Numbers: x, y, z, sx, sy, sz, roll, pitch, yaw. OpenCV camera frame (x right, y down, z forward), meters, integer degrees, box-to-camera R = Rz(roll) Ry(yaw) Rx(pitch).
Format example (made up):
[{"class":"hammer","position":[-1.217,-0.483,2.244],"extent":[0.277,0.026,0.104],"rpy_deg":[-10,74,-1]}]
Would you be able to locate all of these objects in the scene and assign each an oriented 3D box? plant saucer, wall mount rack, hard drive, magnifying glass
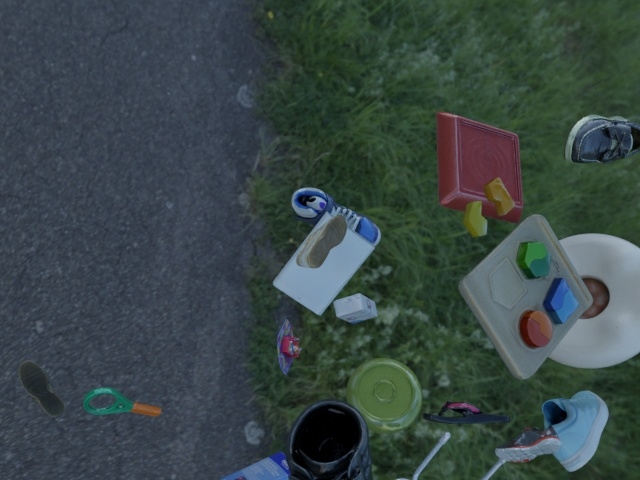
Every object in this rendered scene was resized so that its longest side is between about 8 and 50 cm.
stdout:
[{"class":"plant saucer","position":[0.199,0.476,1.729],"extent":[0.241,0.037,0.241],"rpy_deg":[-2,58,3]},{"class":"wall mount rack","position":[0.352,0.680,1.467],"extent":[0.350,0.130,0.304],"rpy_deg":[23,72,-19]},{"class":"hard drive","position":[0.010,0.083,1.872],"extent":[0.203,0.307,0.040],"rpy_deg":[35,13,-13]},{"class":"magnifying glass","position":[-0.561,0.469,1.578],"extent":[0.231,0.092,0.026],"rpy_deg":[29,19,-38]},{"class":"plant saucer","position":[0.412,-0.190,1.392],"extent":[0.259,0.047,0.258],"rpy_deg":[10,72,-23]}]

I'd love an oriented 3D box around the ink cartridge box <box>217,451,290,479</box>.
[{"class":"ink cartridge box","position":[-0.192,0.870,1.775],"extent":[0.395,0.151,0.270],"rpy_deg":[-14,104,-33]}]

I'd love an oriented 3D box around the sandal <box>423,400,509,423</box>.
[{"class":"sandal","position":[0.275,0.327,1.055],"extent":[0.179,0.067,0.040],"rpy_deg":[4,76,-16]}]

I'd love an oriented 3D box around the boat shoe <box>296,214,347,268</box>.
[{"class":"boat shoe","position":[0.000,0.000,1.234],"extent":[0.170,0.059,0.063],"rpy_deg":[-48,119,-42]}]

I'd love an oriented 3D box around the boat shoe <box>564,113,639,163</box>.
[{"class":"boat shoe","position":[0.504,-0.175,0.960],"extent":[0.223,0.073,0.080],"rpy_deg":[-16,119,-38]}]

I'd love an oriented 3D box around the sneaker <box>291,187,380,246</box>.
[{"class":"sneaker","position":[0.043,-0.080,1.935],"extent":[0.322,0.130,0.236],"rpy_deg":[27,-2,20]}]

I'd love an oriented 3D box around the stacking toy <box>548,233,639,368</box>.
[{"class":"stacking toy","position":[0.785,0.216,1.527],"extent":[0.480,0.350,0.351],"rpy_deg":[31,46,-45]}]

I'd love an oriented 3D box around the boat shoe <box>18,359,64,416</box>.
[{"class":"boat shoe","position":[-0.668,0.353,1.312],"extent":[0.056,0.049,0.152],"rpy_deg":[-34,101,-39]}]

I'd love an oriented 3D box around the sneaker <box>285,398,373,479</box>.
[{"class":"sneaker","position":[0.014,0.300,0.559],"extent":[0.147,0.104,0.296],"rpy_deg":[73,10,-49]}]

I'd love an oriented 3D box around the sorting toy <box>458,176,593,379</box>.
[{"class":"sorting toy","position":[0.346,0.055,0.967],"extent":[0.229,0.041,0.307],"rpy_deg":[-36,98,-24]}]

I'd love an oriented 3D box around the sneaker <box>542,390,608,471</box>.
[{"class":"sneaker","position":[0.727,0.502,1.606],"extent":[0.150,0.135,0.366],"rpy_deg":[50,29,10]}]

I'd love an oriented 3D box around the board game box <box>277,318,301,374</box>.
[{"class":"board game box","position":[-0.090,0.321,1.686],"extent":[0.169,0.033,0.133],"rpy_deg":[-65,147,-66]}]

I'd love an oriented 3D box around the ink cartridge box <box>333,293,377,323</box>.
[{"class":"ink cartridge box","position":[0.105,0.204,1.651],"extent":[0.122,0.088,0.052],"rpy_deg":[35,39,-57]}]

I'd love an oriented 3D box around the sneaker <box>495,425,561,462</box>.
[{"class":"sneaker","position":[0.502,0.491,1.346],"extent":[0.061,0.158,0.065],"rpy_deg":[55,26,-29]}]
